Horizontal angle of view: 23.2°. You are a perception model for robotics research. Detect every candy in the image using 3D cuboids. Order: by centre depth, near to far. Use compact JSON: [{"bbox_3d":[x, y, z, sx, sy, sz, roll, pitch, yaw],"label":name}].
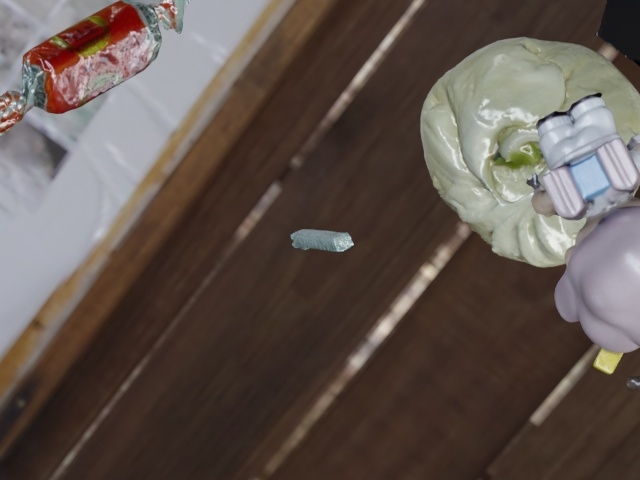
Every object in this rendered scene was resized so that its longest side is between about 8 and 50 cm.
[{"bbox_3d":[-0.256,-0.203,1.736,0.059,0.086,0.292,33,53,32],"label":"candy"}]

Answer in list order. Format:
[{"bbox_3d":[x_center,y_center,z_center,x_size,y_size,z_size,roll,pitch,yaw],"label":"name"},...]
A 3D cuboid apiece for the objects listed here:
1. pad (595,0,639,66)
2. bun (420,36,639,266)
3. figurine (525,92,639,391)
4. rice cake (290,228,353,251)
[{"bbox_3d":[0.414,-0.207,1.441,0.007,0.248,0.367,-17,46,-35],"label":"pad"},{"bbox_3d":[0.234,-0.100,1.682,0.259,0.259,0.160,41,8,9],"label":"bun"},{"bbox_3d":[0.226,0.000,1.134,0.112,0.137,0.229,45,23,-72],"label":"figurine"},{"bbox_3d":[0.000,0.000,1.727,0.121,0.022,0.022,7,-65,64],"label":"rice cake"}]
